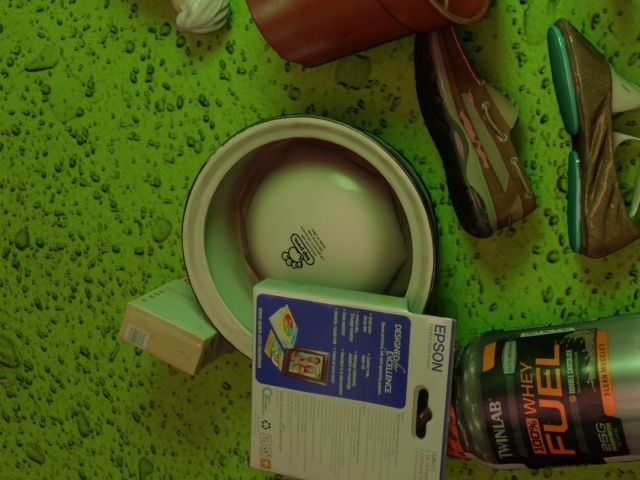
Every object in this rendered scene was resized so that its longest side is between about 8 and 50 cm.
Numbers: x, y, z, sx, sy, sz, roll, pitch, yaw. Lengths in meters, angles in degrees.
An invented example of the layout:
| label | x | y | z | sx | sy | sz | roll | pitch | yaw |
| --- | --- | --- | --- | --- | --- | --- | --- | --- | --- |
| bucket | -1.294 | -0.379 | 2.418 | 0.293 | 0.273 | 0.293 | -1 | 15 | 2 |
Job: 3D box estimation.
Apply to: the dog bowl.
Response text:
| label | x | y | z | sx | sy | sz | roll | pitch | yaw |
| --- | --- | --- | --- | --- | --- | --- | --- | --- | --- |
| dog bowl | 0.000 | 0.000 | 1.678 | 0.408 | 0.150 | 0.408 | 5 | 105 | 20 |

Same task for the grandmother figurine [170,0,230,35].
| label | x | y | z | sx | sy | sz | roll | pitch | yaw |
| --- | --- | --- | --- | --- | --- | --- | --- | --- | --- |
| grandmother figurine | -0.283 | -0.443 | 1.677 | 0.342 | 0.208 | 0.104 | 39 | 93 | -8 |

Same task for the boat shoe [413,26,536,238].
| label | x | y | z | sx | sy | sz | roll | pitch | yaw |
| --- | --- | --- | --- | --- | --- | --- | --- | --- | --- |
| boat shoe | 0.226 | -0.170 | 1.582 | 0.119 | 0.122 | 0.324 | -18 | 94 | -9 |

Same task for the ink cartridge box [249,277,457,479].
| label | x | y | z | sx | sy | sz | roll | pitch | yaw |
| --- | --- | --- | --- | --- | --- | --- | --- | --- | --- |
| ink cartridge box | 0.046 | 0.222 | 1.598 | 0.307 | 0.072 | 0.304 | 8 | 108 | 17 |

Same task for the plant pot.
| label | x | y | z | sx | sy | sz | roll | pitch | yaw |
| --- | --- | --- | --- | --- | --- | --- | --- | --- | --- |
| plant pot | 0.052 | -0.375 | 1.486 | 0.265 | 0.272 | 0.272 | -18 | 95 | 35 |

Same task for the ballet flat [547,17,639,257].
| label | x | y | z | sx | sy | sz | roll | pitch | yaw |
| --- | --- | --- | --- | --- | --- | --- | --- | --- | --- |
| ballet flat | 0.397 | -0.145 | 1.522 | 0.124 | 0.116 | 0.342 | -9 | 100 | 2 |

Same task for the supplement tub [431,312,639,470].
| label | x | y | z | sx | sy | sz | roll | pitch | yaw |
| --- | --- | --- | --- | --- | --- | --- | --- | --- | --- |
| supplement tub | 0.342 | 0.221 | 1.565 | 0.338 | 0.207 | 0.207 | -10 | 98 | 23 |

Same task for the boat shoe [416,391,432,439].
| label | x | y | z | sx | sy | sz | roll | pitch | yaw |
| --- | --- | --- | --- | --- | --- | --- | --- | --- | --- |
| boat shoe | 0.120 | 0.367 | 1.740 | 0.103 | 0.118 | 0.320 | 36 | 116 | 4 |

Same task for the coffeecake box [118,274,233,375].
| label | x | y | z | sx | sy | sz | roll | pitch | yaw |
| --- | --- | --- | --- | --- | --- | --- | --- | --- | --- |
| coffeecake box | -0.216 | 0.133 | 1.771 | 0.142 | 0.185 | 0.068 | 24 | 109 | 15 |
